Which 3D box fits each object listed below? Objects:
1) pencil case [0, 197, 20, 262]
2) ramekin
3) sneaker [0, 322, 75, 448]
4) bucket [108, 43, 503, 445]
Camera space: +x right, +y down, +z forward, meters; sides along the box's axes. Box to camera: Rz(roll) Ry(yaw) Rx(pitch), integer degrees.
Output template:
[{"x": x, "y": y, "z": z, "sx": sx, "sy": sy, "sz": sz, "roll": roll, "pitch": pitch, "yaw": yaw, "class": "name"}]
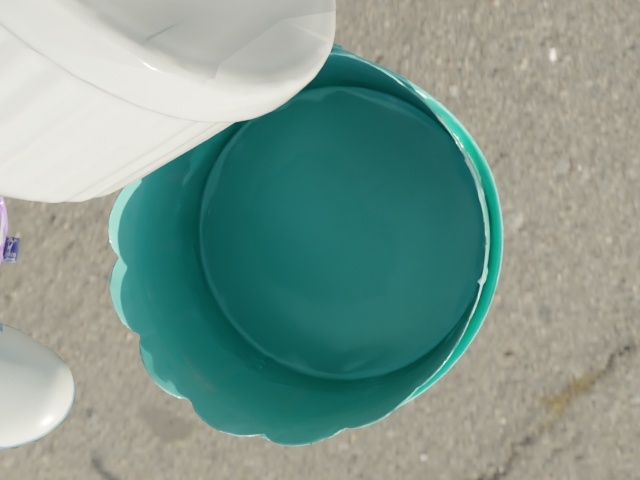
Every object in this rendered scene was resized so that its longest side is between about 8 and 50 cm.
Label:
[{"x": -0.310, "y": -0.020, "z": 1.017, "sx": 0.206, "sy": 0.088, "sz": 0.086, "roll": 5, "pitch": 165, "yaw": 6, "class": "pencil case"}, {"x": -0.130, "y": -0.139, "z": 0.659, "sx": 0.273, "sy": 0.273, "sz": 0.127, "roll": 40, "pitch": 122, "yaw": -22, "class": "ramekin"}, {"x": -0.251, "y": 0.052, "z": 0.843, "sx": 0.237, "sy": 0.085, "sz": 0.086, "roll": 21, "pitch": 160, "yaw": -1, "class": "sneaker"}, {"x": 0.000, "y": 0.000, "z": 1.112, "sx": 0.281, "sy": 0.183, "sz": 0.281, "roll": 1, "pitch": 94, "yaw": 12, "class": "bucket"}]
